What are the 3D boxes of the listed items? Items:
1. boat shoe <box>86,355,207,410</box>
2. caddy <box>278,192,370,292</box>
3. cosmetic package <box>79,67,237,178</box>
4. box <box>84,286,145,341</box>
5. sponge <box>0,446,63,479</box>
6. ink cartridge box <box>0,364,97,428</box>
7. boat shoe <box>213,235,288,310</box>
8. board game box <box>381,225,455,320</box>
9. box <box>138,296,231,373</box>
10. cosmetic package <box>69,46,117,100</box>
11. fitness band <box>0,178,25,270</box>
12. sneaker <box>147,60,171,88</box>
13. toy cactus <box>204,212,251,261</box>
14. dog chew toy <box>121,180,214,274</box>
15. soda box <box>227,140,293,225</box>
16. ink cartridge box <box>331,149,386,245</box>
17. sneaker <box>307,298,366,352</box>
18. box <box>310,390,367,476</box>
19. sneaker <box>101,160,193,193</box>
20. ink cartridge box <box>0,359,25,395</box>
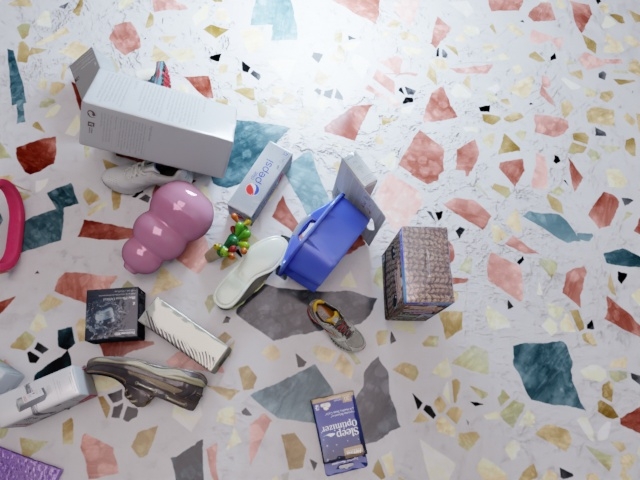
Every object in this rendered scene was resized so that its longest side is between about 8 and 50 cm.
[{"bbox_3d":[-0.518,0.423,1.477,0.355,0.132,0.130,11,70,0],"label":"boat shoe"},{"bbox_3d":[0.000,0.000,1.618,0.179,0.241,0.341,37,71,3],"label":"caddy"},{"bbox_3d":[-0.515,-0.378,1.643,0.453,0.161,0.230,13,41,-16],"label":"cosmetic package"},{"bbox_3d":[-0.630,0.232,1.553,0.156,0.093,0.158,-4,72,-7],"label":"box"},{"bbox_3d":[-0.851,0.667,1.412,0.210,0.031,0.117,19,70,2],"label":"sponge"},{"bbox_3d":[-0.775,0.444,1.429,0.218,0.158,0.092,-20,75,-12],"label":"ink cartridge box"},{"bbox_3d":[-0.224,0.106,1.637,0.109,0.091,0.305,41,72,10],"label":"boat shoe"},{"bbox_3d":[0.295,0.113,1.578,0.141,0.291,0.232,1,70,-5],"label":"board game box"},{"bbox_3d":[-0.412,0.292,1.544,0.275,0.113,0.094,32,72,7],"label":"box"},{"bbox_3d":[-0.779,-0.541,1.783,0.127,0.107,0.238,-32,71,16],"label":"cosmetic package"},{"bbox_3d":[-0.993,-0.048,1.553,0.054,0.209,0.291,-3,71,-3],"label":"fitness band"},{"bbox_3d":[-0.619,-0.542,1.819,0.125,0.104,0.262,5,70,-2],"label":"sneaker"},{"bbox_3d":[-0.307,0.010,1.634,0.180,0.219,0.112,-31,115,20],"label":"toy cactus"},{"bbox_3d":[-0.498,-0.031,1.610,0.206,0.206,0.332,38,80,8],"label":"dog chew toy"},{"bbox_3d":[-0.207,-0.199,1.744,0.098,0.091,0.286,28,71,3],"label":"soda box"},{"bbox_3d":[0.138,-0.131,1.656,0.060,0.275,0.239,-32,77,-15],"label":"ink cartridge box"},{"bbox_3d":[0.049,0.273,1.603,0.225,0.093,0.088,38,72,7],"label":"sneaker"},{"bbox_3d":[0.059,0.583,1.527,0.136,0.036,0.225,-10,73,-9],"label":"box"},{"bbox_3d":[-0.589,-0.230,1.699,0.297,0.129,0.111,-5,73,-6],"label":"sneaker"},{"bbox_3d":[-0.984,0.394,1.443,0.176,0.127,0.128,30,70,4],"label":"ink cartridge box"}]
